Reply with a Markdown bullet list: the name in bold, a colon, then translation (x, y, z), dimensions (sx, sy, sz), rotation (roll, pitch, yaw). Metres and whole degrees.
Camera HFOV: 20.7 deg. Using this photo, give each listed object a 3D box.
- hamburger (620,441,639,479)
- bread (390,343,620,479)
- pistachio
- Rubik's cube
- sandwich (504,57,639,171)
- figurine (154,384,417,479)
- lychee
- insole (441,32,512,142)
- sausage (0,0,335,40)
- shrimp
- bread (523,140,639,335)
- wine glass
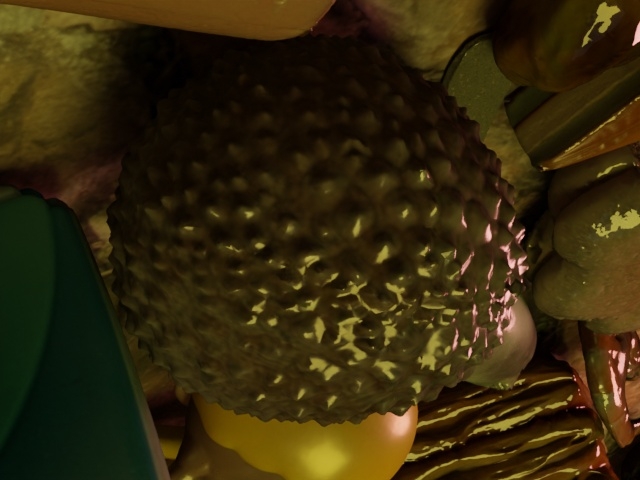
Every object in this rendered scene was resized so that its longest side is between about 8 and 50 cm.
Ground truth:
- **hamburger**: translation (0.485, 0.302, 2.185), dimensions (0.243, 0.139, 0.262), rotation (-11, 149, -20)
- **bread**: translation (0.183, 0.289, 1.905), dimensions (0.314, 0.192, 0.370), rotation (-23, 152, -3)
- **pistachio**: translation (0.201, -0.168, 1.271), dimensions (0.110, 0.100, 0.189), rotation (5, 138, -31)
- **Rubik's cube**: translation (-0.291, 0.208, 1.277), dimensions (0.351, 0.347, 0.352), rotation (-15, 149, -15)
- **sandwich**: translation (0.249, -0.113, 1.415), dimensions (0.163, 0.079, 0.113), rotation (-37, 148, 22)
- **figurine**: translation (-0.064, 0.186, 1.591), dimensions (0.215, 0.187, 0.343), rotation (17, 139, -33)
- **lychee**: translation (-0.005, 0.003, 1.226), dimensions (0.300, 0.300, 0.300), rotation (-18, 150, -11)
- **insole**: translation (0.118, -0.102, 1.410), dimensions (0.063, 0.010, 0.192), rotation (-12, 148, -19)
- **sausage**: translation (-0.113, -0.186, 1.003), dimensions (0.252, 0.123, 0.123), rotation (3, 141, -39)
- **shrimp**: translation (0.309, 0.148, 1.810), dimensions (0.059, 0.145, 0.254), rotation (-12, 153, 12)
- **bread**: translation (0.290, 0.007, 1.621), dimensions (0.183, 0.102, 0.337), rotation (-34, 151, 23)
- **wine glass**: translation (0.123, 0.061, 1.573), dimensions (0.111, 0.111, 0.204), rotation (-30, 147, 11)
